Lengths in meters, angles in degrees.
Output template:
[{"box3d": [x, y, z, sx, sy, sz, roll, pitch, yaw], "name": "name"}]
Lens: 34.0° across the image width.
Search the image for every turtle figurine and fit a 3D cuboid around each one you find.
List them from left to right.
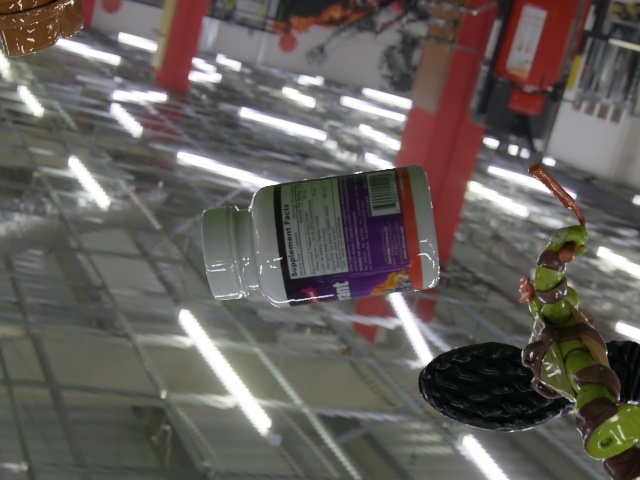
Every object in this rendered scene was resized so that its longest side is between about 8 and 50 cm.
[{"box3d": [0.205, 0.089, 0.838, 0.087, 0.270, 0.217, -18, -144, 2], "name": "turtle figurine"}]

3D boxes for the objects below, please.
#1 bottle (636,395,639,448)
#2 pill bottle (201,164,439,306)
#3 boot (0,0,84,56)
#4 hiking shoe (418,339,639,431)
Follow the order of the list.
[{"box3d": [0.377, 0.220, 1.080, 0.118, 0.092, 0.283, -3, -142, 19], "name": "bottle"}, {"box3d": [0.000, 0.000, 0.900, 0.193, 0.108, 0.108, -7, -168, 3], "name": "pill bottle"}, {"box3d": [-0.249, -0.215, 0.807, 0.073, 0.152, 0.197, 26, -145, 29], "name": "boot"}, {"box3d": [0.270, 0.189, 1.358, 0.303, 0.113, 0.132, 0, 172, -8], "name": "hiking shoe"}]
